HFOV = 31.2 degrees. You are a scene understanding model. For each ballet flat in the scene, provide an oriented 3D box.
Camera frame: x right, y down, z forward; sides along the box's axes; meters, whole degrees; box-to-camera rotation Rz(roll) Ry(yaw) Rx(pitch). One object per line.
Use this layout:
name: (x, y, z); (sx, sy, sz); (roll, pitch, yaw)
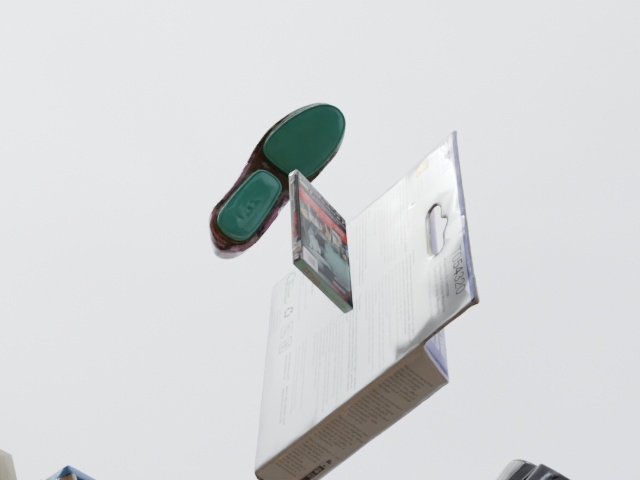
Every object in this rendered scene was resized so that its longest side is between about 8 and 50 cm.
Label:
ballet flat: (-0.054, -0.065, 1.264); (0.077, 0.221, 0.079); (39, -27, -3)

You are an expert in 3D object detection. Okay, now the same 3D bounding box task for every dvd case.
dvd case: (0.000, 0.000, 1.075); (0.013, 0.119, 0.087); (-28, -49, 21)

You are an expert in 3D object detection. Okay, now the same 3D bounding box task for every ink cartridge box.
ink cartridge box: (0.063, 0.076, 1.275); (0.071, 0.324, 0.330); (38, -61, -22)

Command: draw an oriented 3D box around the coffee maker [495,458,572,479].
coffee maker: (0.234, 0.361, 1.340); (0.171, 0.178, 0.120); (44, -35, 22)

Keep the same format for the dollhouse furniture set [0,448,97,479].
dollhouse furniture set: (-0.303, 0.401, 1.189); (0.198, 0.286, 0.303); (-35, -42, 11)
